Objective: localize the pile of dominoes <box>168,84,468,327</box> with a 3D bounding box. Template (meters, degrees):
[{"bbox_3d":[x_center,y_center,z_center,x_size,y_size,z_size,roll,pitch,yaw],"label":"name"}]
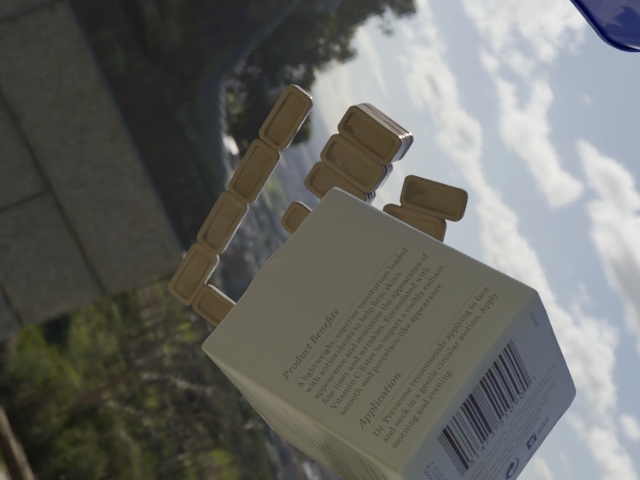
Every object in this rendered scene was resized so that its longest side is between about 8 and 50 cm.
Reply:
[{"bbox_3d":[0.000,0.000,1.181,0.196,0.251,0.040,37,20,13],"label":"pile of dominoes"}]

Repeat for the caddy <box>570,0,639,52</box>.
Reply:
[{"bbox_3d":[0.391,-0.360,1.529,0.341,0.241,0.179,39,-4,-39],"label":"caddy"}]

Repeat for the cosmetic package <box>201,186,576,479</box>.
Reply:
[{"bbox_3d":[0.051,0.089,0.905,0.183,0.151,0.151,29,-18,35],"label":"cosmetic package"}]
